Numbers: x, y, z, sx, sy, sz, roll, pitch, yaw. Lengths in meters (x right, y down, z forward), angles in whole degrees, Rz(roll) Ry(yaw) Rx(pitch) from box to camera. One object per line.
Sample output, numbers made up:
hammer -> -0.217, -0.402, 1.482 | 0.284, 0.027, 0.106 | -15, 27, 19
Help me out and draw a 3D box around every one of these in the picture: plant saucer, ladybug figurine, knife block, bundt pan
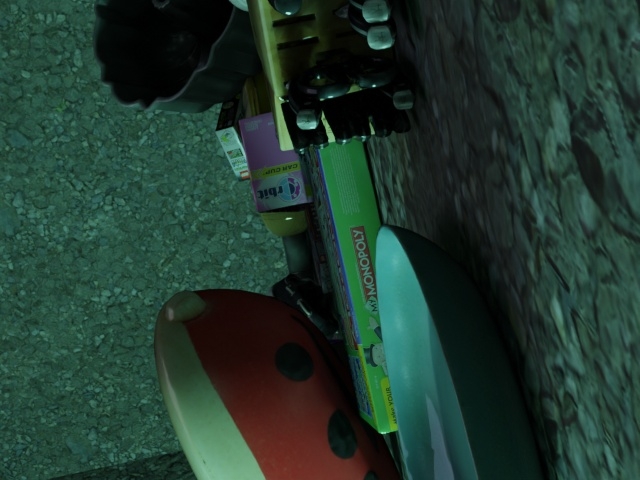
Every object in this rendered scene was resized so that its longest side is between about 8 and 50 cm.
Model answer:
plant saucer -> 0.089, 0.141, 0.662 | 0.317, 0.043, 0.318 | 169, 90, -85
ladybug figurine -> -0.031, 0.222, 1.187 | 0.449, 0.162, 0.305 | 60, -170, -32
knife block -> -0.004, -0.180, 0.747 | 0.242, 0.088, 0.276 | 90, 168, -67
bundt pan -> -0.165, -0.320, 1.430 | 0.124, 0.331, 0.331 | 13, -125, -45

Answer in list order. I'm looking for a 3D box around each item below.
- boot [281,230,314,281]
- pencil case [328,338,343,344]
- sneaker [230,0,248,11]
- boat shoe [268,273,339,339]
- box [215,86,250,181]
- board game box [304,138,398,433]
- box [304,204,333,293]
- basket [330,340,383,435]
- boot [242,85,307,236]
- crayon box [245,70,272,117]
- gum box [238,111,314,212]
boot -> -0.044, 0.031, 2.134 | 0.190, 0.076, 0.208 | -110, 16, -51
pencil case -> 0.028, 0.217, 1.590 | 0.070, 0.064, 0.152 | -97, -2, -56
sneaker -> -0.072, -0.397, 1.141 | 0.152, 0.114, 0.305 | -143, 35, -63
boat shoe -> -0.020, 0.120, 1.854 | 0.114, 0.091, 0.302 | 33, -167, -20
box -> -0.140, -0.212, 1.916 | 0.207, 0.036, 0.114 | -84, -24, -52
board game box -> 0.036, 0.025, 1.068 | 0.213, 0.046, 0.317 | 110, 149, -84
box -> 0.000, 0.000, 1.629 | 0.094, 0.027, 0.137 | 82, 174, -59
basket -> -0.042, 0.230, 1.441 | 0.204, 0.227, 0.154 | 86, 172, -67
boot -> -0.078, -0.155, 1.842 | 0.203, 0.095, 0.262 | -100, -5, -45
crayon box -> -0.087, -0.312, 1.577 | 0.202, 0.081, 0.318 | 89, 170, -67
gum box -> -0.032, -0.091, 1.261 | 0.188, 0.062, 0.107 | -9, -93, -77
